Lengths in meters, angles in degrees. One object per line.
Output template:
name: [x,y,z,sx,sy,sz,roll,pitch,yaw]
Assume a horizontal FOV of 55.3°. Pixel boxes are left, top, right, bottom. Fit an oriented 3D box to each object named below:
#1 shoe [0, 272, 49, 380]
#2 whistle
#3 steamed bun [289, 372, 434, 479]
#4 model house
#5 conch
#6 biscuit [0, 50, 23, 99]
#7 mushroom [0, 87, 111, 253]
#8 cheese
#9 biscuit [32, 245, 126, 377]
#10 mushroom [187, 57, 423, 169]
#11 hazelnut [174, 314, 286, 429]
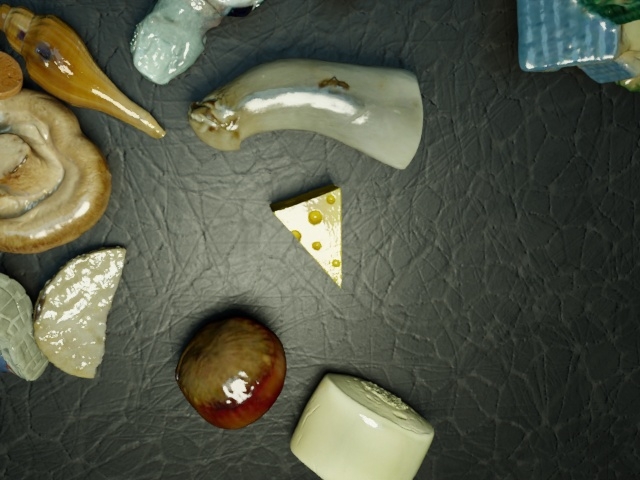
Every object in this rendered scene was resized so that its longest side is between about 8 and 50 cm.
shoe: [-0.554,0.144,1.030,0.126,0.099,0.227,-1,126,19]
whistle: [-0.190,-0.406,0.978,0.189,0.189,0.348,38,115,-13]
steamed bun: [0.080,0.378,1.139,0.250,0.155,0.200,27,95,-9]
model house: [0.486,-0.402,0.935,0.343,0.382,0.334,-6,99,-12]
conch: [-0.395,-0.269,0.985,0.330,0.093,0.109,40,93,-13]
biscuit: [-0.574,-0.297,0.930,0.250,0.036,0.165,34,57,-10]
mushroom: [-0.477,-0.112,0.975,0.279,0.146,0.278,1,82,-6]
cheese: [0.000,0.000,1.091,0.126,0.093,0.171,-21,104,-4]
biscuit: [-0.425,0.122,1.060,0.133,0.032,0.249,10,101,-35]
mushroom: [-0.020,-0.223,1.034,0.397,0.126,0.177,5,108,-12]
hazelnut: [-0.144,0.241,1.078,0.208,0.208,0.208,-1,100,-8]
